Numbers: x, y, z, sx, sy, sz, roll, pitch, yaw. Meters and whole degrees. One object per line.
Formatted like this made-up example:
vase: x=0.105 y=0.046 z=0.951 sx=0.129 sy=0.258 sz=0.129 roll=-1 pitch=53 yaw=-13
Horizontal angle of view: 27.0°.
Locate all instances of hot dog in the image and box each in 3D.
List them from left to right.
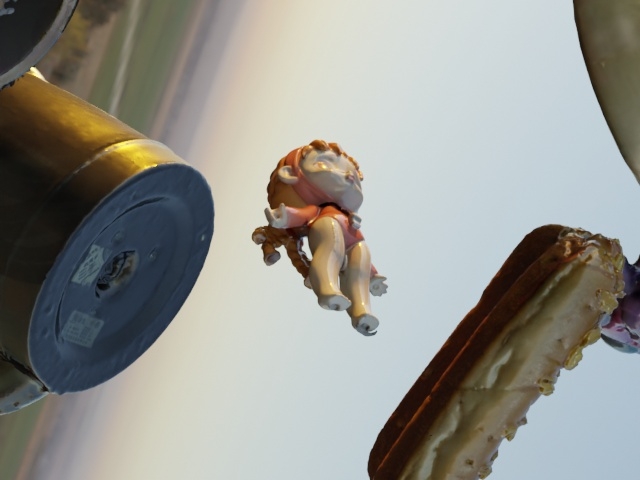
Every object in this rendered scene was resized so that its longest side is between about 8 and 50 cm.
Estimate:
hot dog: x=0.077 y=0.060 z=0.601 sx=0.165 sy=0.045 sz=0.071 roll=-54 pitch=-174 yaw=11

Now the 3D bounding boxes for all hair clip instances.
hair clip: x=0.267 y=0.064 z=1.064 sx=0.090 sy=0.137 sz=0.278 roll=-62 pitch=159 yaw=6

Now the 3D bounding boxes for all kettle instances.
kettle: x=-0.306 y=-0.008 z=1.184 sx=0.321 sy=0.324 sz=0.228 roll=-60 pitch=157 yaw=6

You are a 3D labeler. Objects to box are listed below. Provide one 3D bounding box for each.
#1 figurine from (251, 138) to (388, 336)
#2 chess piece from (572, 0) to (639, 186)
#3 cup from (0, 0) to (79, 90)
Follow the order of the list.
figurine: x=0.000 y=0.000 z=0.532 sx=0.047 sy=0.064 sz=0.109 roll=-43 pitch=-150 yaw=19
chess piece: x=0.287 y=-0.124 z=0.630 sx=0.300 sy=0.167 sz=0.167 roll=-20 pitch=-145 yaw=28
cup: x=-0.295 y=-0.253 z=0.910 sx=0.288 sy=0.203 sz=0.203 roll=60 pitch=-42 yaw=41
